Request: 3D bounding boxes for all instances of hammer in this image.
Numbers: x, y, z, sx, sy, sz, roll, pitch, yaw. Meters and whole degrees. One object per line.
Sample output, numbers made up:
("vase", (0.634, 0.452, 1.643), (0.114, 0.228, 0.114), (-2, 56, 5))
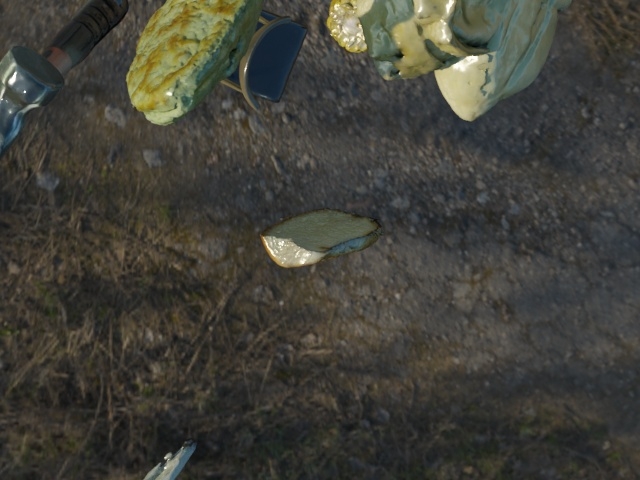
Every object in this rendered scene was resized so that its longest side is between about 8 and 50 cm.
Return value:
("hammer", (-0.170, -0.118, 0.542), (0.033, 0.288, 0.111), (38, 115, -19))

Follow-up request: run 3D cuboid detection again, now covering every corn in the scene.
("corn", (0.098, -0.333, 1.083), (0.101, 0.310, 0.101), (14, 134, 15))

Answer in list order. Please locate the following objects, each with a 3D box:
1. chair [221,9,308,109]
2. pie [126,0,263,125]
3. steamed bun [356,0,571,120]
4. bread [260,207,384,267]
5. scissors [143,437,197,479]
("chair", (-0.127, -0.379, 1.682), (0.166, 0.272, 0.188), (13, 108, -33))
("pie", (-0.157, -0.250, 1.059), (0.090, 0.201, 0.248), (44, 60, -37))
("steamed bun", (0.095, -0.182, 0.572), (0.177, 0.106, 0.192), (-13, 119, -46))
("bread", (0.000, 0.000, 1.008), (0.129, 0.126, 0.044), (-18, 112, -37))
("scissors", (-0.193, 0.276, 0.641), (0.022, 0.109, 0.300), (42, 75, -20))
